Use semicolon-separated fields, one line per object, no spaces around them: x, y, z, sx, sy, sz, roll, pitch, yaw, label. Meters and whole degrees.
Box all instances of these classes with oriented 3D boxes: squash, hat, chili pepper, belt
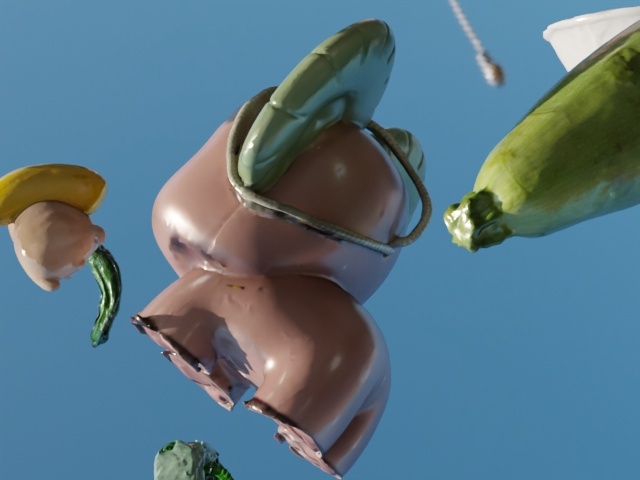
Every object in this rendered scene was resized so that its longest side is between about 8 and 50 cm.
0.230;-0.096;0.859;0.370;0.118;0.118;-28;-118;-29;squash
0.290;-0.125;1.094;0.203;0.126;0.203;1;-178;0;hat
-0.235;0.059;1.417;0.035;0.055;0.118;-5;-89;-43;chili pepper
-0.143;0.313;1.548;0.079;0.121;0.151;-17;-111;11;belt

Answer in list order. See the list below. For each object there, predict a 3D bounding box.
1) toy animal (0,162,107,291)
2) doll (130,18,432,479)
-0.203;-0.008;1.015;0.091;0.082;0.114;-30;-122;-18;toy animal
0.000;0.000;0.925;0.216;0.284;0.268;31;-104;23;doll
